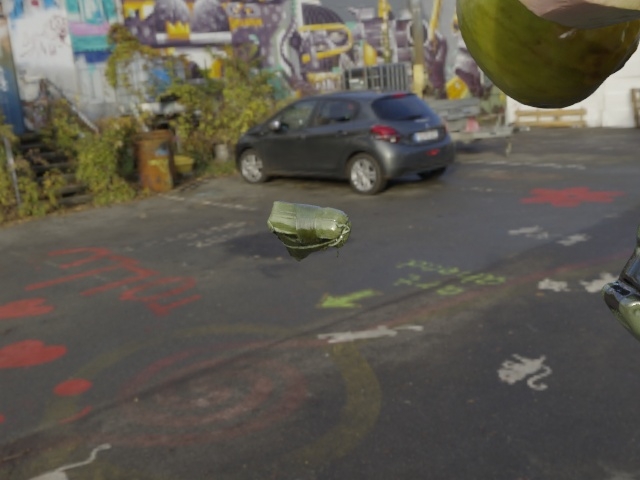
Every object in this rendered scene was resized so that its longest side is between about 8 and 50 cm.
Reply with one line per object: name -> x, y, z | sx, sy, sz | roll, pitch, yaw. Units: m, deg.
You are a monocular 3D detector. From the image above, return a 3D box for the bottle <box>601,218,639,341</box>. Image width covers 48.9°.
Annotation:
bottle -> 0.430, -0.027, 0.747 | 0.169, 0.346, 0.168 | 20, 12, -4

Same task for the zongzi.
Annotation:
zongzi -> 0.000, 0.000, 0.905 | 0.109, 0.119, 0.055 | 8, 60, 26

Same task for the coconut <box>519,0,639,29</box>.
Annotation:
coconut -> 0.325, -0.364, 0.800 | 0.259, 0.259, 0.259 | -5, 12, 1

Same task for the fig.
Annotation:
fig -> 0.407, -0.415, 1.267 | 0.344, 0.343, 0.343 | -5, 12, 1
